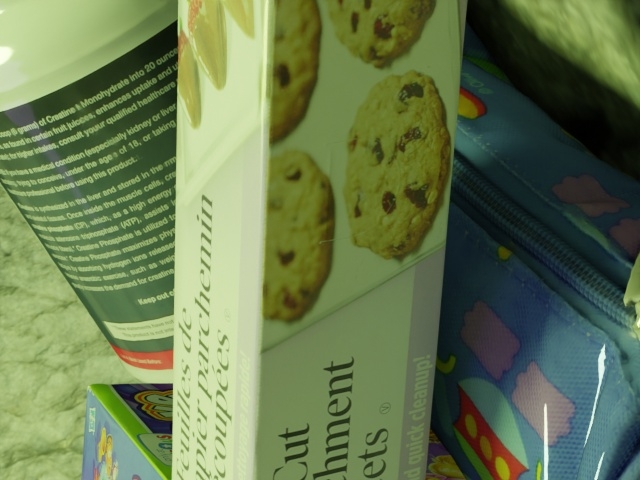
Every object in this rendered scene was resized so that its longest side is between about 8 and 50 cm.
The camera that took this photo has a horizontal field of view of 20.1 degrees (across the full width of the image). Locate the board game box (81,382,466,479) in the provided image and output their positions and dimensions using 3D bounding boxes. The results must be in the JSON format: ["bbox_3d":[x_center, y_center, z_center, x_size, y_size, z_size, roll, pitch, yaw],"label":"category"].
[{"bbox_3d":[0.050,0.140,0.755,0.347,0.233,0.078,-152,64,-67],"label":"board game box"}]

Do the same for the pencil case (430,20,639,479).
[{"bbox_3d":[0.065,0.010,0.604,0.306,0.119,0.133,48,166,49],"label":"pencil case"}]

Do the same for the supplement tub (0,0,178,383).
[{"bbox_3d":[-0.080,-0.074,0.927,0.272,0.191,0.191,59,173,-24],"label":"supplement tub"}]

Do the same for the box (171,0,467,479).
[{"bbox_3d":[-0.002,-0.028,0.518,0.063,0.067,0.324,42,135,53],"label":"box"}]
